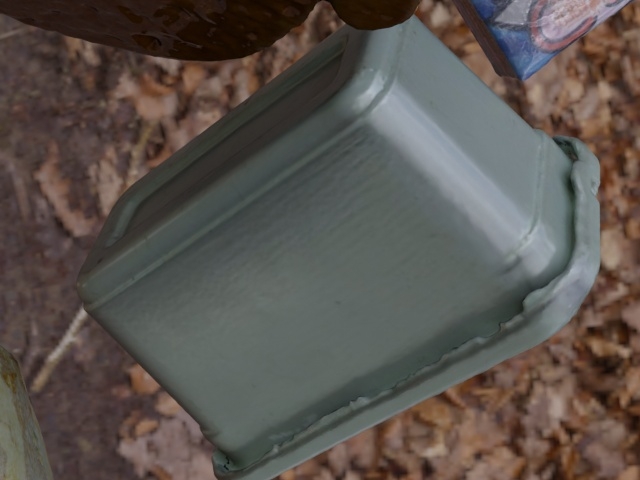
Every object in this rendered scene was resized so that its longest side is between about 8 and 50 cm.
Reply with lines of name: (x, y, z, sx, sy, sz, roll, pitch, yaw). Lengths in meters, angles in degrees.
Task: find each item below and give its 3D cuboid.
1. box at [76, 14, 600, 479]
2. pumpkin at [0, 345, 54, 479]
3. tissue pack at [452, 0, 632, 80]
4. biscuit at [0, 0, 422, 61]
box: (0.000, 0.000, 0.838, 0.182, 0.312, 0.175, 44, 34, -21)
pumpkin: (-0.205, 0.093, 0.655, 0.217, 0.217, 0.110, 34, 73, -46)
tissue pack: (0.134, -0.202, 0.890, 0.155, 0.115, 0.065, 55, -1, -14)
biscuit: (-0.105, -0.190, 0.619, 0.350, 0.394, 0.070, 18, 75, -15)
